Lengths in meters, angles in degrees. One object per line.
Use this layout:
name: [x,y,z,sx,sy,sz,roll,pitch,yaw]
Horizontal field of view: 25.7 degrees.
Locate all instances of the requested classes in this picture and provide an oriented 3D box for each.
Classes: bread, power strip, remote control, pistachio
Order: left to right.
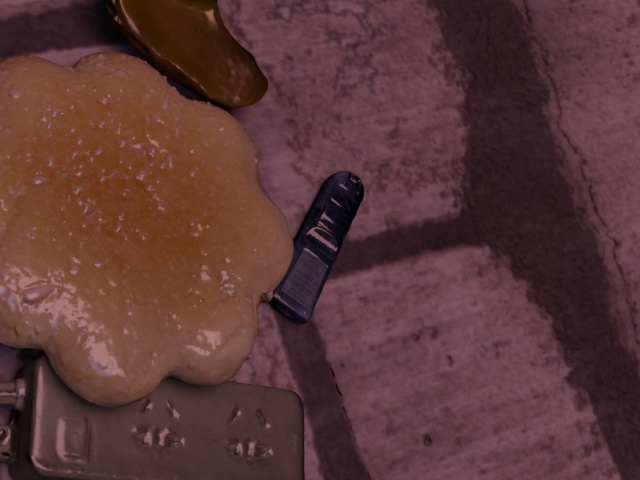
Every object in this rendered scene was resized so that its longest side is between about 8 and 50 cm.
bread: [-0.156,-0.024,1.090,0.316,0.054,0.316,14,57,-23]
power strip: [-0.144,0.146,1.076,0.288,0.053,0.093,12,68,-31]
pistachio: [-0.119,-0.177,1.202,0.173,0.049,0.089,39,61,-25]
remote control: [-0.001,0.001,1.236,0.043,0.027,0.152,39,59,-23]
